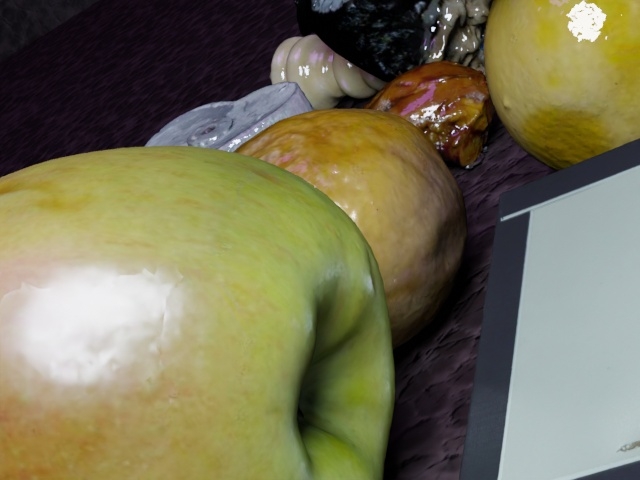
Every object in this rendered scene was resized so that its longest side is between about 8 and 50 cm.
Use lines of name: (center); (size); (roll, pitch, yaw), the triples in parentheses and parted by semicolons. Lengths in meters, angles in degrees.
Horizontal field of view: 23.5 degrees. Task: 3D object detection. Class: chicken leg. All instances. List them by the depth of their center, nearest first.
chicken leg: (0.044, -0.094, 1.496); (0.304, 0.093, 0.113); (-19, 38, 45)

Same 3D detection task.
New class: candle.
candle: (-0.096, -0.076, 1.474); (0.192, 0.068, 0.168); (-15, 29, 35)

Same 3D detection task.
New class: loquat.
loquat: (0.214, -0.147, 1.175); (0.213, 0.213, 0.213); (-29, 21, 12)
loquat: (0.000, 0.000, 1.180); (0.238, 0.193, 0.238); (-24, 5, 2)

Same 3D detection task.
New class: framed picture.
framed picture: (0.211, 0.037, 0.969); (0.265, 0.016, 0.347); (-22, 32, 28)

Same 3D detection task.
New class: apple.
apple: (-0.105, 0.106, 0.945); (0.305, 0.339, 0.338); (-11, 26, 13)

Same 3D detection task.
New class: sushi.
sushi: (0.119, -0.251, 1.573); (0.225, 0.218, 0.239); (-15, 52, 59)

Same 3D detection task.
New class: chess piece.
chess piece: (0.035, -0.192, 1.731); (0.170, 0.094, 0.094); (-3, 36, 40)
